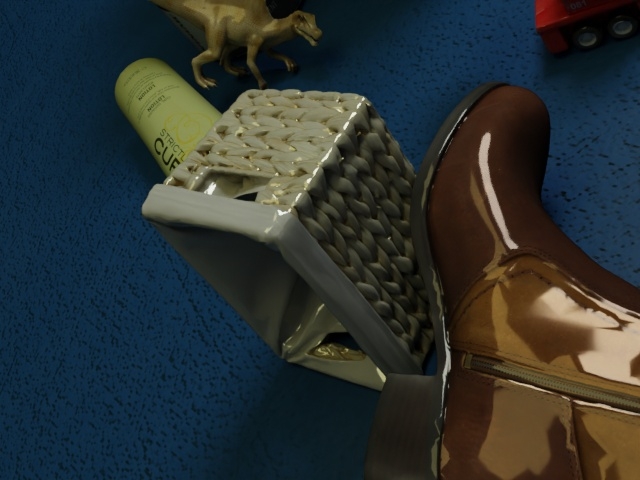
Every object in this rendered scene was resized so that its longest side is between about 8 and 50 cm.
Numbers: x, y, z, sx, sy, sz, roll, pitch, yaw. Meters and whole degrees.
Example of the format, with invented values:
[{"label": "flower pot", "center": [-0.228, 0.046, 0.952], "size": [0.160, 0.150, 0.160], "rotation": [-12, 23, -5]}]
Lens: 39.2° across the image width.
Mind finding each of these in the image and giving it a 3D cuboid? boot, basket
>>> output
[{"label": "boot", "center": [0.171, 0.030, 0.423], "size": [0.280, 0.096, 0.264], "rotation": [-1, 58, 36]}, {"label": "basket", "center": [0.000, 0.000, 0.529], "size": [0.113, 0.167, 0.103], "rotation": [11, 60, 42]}]

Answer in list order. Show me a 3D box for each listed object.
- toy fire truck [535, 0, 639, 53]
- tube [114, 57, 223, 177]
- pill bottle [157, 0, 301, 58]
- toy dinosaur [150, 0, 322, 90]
[{"label": "toy fire truck", "center": [0.163, -0.185, 0.559], "size": [0.192, 0.135, 0.047], "rotation": [-14, 51, 30]}, {"label": "tube", "center": [-0.101, -0.077, 0.742], "size": [0.240, 0.062, 0.070], "rotation": [48, 133, 42]}, {"label": "pill bottle", "center": [-0.128, -0.281, 0.774], "size": [0.130, 0.245, 0.130], "rotation": [-21, 49, 25]}, {"label": "toy dinosaur", "center": [-0.081, -0.179, 0.766], "size": [0.183, 0.093, 0.053], "rotation": [15, 35, 11]}]
